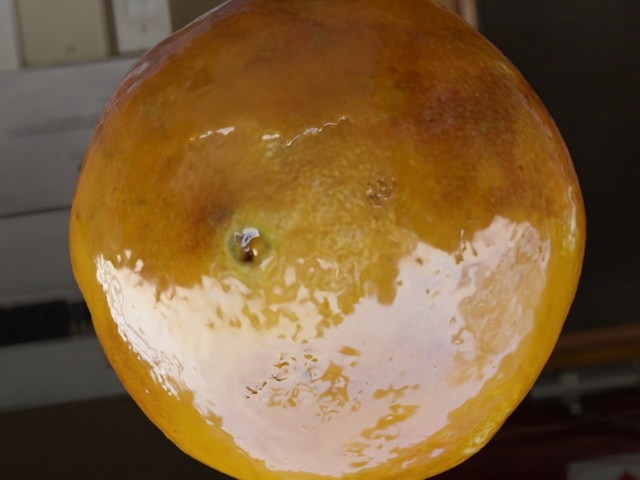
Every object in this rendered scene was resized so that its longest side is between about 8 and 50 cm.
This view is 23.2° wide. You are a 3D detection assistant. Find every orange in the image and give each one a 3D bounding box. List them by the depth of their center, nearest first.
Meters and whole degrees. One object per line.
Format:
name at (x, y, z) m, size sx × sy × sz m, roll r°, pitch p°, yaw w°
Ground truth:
orange at (0.000, 0.000, 0.846) m, size 0.283 × 0.284 × 0.226 m, roll -3°, pitch 177°, yaw 21°
